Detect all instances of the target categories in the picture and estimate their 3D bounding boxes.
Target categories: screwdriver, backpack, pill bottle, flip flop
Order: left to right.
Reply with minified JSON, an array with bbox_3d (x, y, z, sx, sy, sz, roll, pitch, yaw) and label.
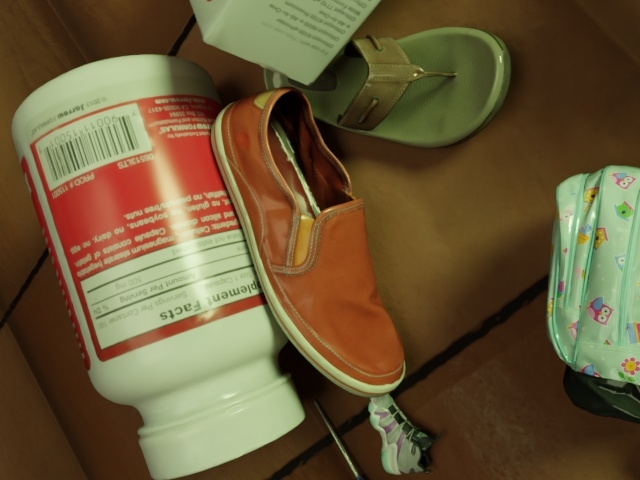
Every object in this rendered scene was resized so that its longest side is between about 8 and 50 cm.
[{"bbox_3d":[-0.164,0.030,0.710,0.229,0.229,0.407,-24,84,36],"label":"pill bottle"},{"bbox_3d":[0.035,0.257,0.737,0.170,0.024,0.025,56,153,23],"label":"screwdriver"},{"bbox_3d":[0.043,-0.154,0.620,0.277,0.080,0.112,17,107,33],"label":"flip flop"},{"bbox_3d":[0.231,0.034,0.480,0.115,0.152,0.181,4,88,26],"label":"backpack"}]

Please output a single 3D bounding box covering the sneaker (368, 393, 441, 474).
[{"bbox_3d":[0.092,0.196,0.673,0.069,0.038,0.098,-10,101,35],"label":"sneaker"}]

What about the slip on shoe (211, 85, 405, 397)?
[{"bbox_3d":[0.000,0.000,0.639,0.101,0.123,0.331,-27,87,43],"label":"slip on shoe"}]

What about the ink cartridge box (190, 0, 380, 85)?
[{"bbox_3d":[0.003,-0.328,0.554,0.307,0.129,0.223,-45,51,33],"label":"ink cartridge box"}]
